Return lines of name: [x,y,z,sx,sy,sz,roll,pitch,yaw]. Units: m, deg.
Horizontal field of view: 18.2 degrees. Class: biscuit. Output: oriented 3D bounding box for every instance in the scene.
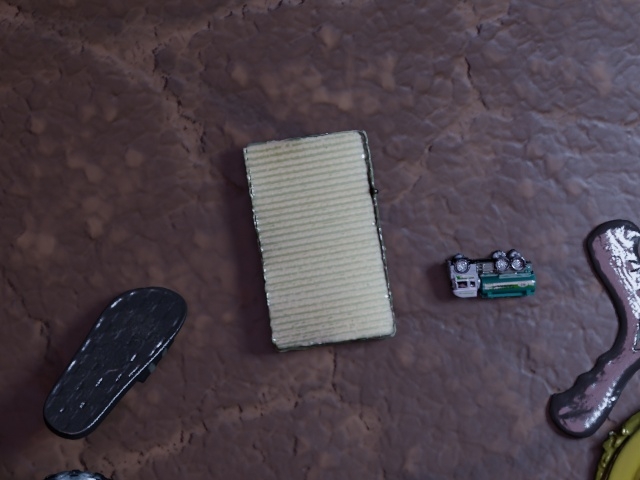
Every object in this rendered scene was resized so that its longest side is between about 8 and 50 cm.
biscuit: [0.000,0.000,1.875,0.121,0.040,0.199,-8,83,2]

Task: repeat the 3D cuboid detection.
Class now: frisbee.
frisbee: [0.321,0.091,1.878,0.187,0.012,0.211,9,84,1]

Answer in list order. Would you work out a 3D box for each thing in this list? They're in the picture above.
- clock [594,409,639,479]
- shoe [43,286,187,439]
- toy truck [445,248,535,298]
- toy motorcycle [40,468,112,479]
clock: [0.359,0.248,1.817,0.237,0.057,0.237,-1,86,15]
shoe: [-0.193,0.117,1.859,0.071,0.049,0.179,30,63,14]
toy truck: [0.160,0.033,1.872,0.083,0.039,0.044,-4,98,-2]
toy motorcycle: [-0.334,0.368,1.778,0.237,0.169,0.410,28,85,4]
